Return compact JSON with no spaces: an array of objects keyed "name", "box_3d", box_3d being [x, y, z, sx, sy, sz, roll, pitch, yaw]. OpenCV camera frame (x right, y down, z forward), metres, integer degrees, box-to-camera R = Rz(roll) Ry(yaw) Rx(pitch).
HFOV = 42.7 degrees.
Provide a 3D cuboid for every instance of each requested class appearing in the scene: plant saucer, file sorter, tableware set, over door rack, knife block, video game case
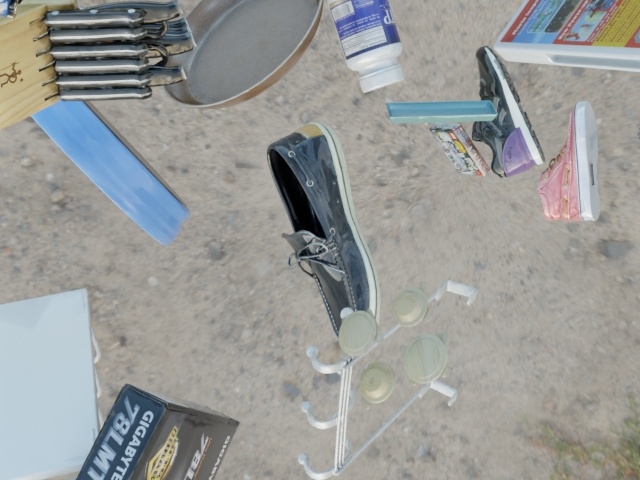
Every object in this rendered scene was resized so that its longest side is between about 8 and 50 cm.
[{"name":"plant saucer","box_3d":[-0.120,-0.326,1.322,0.310,0.050,0.311,-19,49,24]},{"name":"file sorter","box_3d":[-0.393,0.240,1.123,0.192,0.173,0.278,-10,48,-10]},{"name":"tableware set","box_3d":[0.095,0.139,1.088,0.168,0.020,0.141,-30,55,28]},{"name":"over door rack","box_3d":[0.096,0.211,1.317,0.108,0.324,0.240,34,132,39]},{"name":"plant saucer","box_3d":[0.214,-0.229,1.462,0.192,0.067,0.018,-2,122,0]},{"name":"knife block","box_3d":[-0.261,-0.195,0.738,0.275,0.242,0.088,21,130,23]},{"name":"video game case","box_3d":[0.284,-0.224,0.658,0.025,0.285,0.204,36,88,-28]}]

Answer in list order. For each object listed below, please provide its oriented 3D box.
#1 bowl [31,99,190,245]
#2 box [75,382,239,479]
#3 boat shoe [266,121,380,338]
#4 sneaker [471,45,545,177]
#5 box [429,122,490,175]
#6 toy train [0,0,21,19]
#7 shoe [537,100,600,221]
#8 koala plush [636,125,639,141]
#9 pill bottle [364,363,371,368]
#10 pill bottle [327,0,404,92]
[{"name":"bowl","box_3d":[-0.373,-0.156,1.419,0.077,0.391,0.391,-43,87,-4]},{"name":"box","box_3d":[-0.234,0.347,1.065,0.073,0.293,0.296,21,78,19]},{"name":"boat shoe","box_3d":[0.000,0.000,1.760,0.156,0.187,0.500,-16,94,-29]},{"name":"sneaker","box_3d":[0.363,-0.270,1.732,0.124,0.107,0.283,-24,78,20]},{"name":"box","box_3d":[0.313,-0.205,1.845,0.027,0.094,0.137,-47,117,-14]},{"name":"toy train","box_3d":[-0.210,-0.212,0.553,0.027,0.036,0.158,18,137,-11]},{"name":"shoe","box_3d":[0.366,-0.115,1.220,0.081,0.063,0.178,0,98,37]},{"name":"koala plush","box_3d":[0.758,-0.207,1.606,0.203,0.221,0.196,33,130,35]},{"name":"pill bottle","box_3d":[0.120,0.305,1.876,0.043,0.083,0.043,-1,84,12]},{"name":"pill bottle","box_3d":[0.091,-0.381,1.544,0.112,0.112,0.187,-17,98,11]}]
